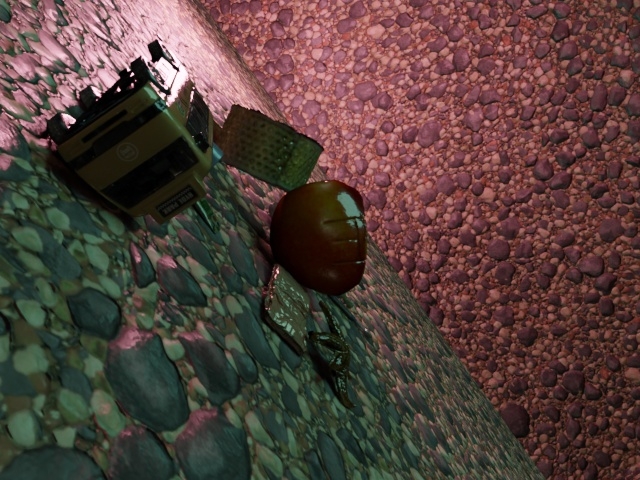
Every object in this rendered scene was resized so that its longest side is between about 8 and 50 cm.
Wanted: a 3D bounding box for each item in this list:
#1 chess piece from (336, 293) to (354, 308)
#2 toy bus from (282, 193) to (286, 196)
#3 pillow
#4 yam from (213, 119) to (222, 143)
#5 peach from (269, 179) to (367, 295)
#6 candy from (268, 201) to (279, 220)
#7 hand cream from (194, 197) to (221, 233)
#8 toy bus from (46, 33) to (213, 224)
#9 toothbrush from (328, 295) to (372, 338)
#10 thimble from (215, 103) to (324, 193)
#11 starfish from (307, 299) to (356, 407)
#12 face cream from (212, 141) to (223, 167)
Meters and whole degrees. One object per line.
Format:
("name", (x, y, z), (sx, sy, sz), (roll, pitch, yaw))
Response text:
("chess piece", (0.073, 0.174, 1.581), (0.093, 0.042, 0.042), (54, 7, -42))
("toy bus", (-0.057, -0.104, 1.808), (0.162, 0.074, 0.069), (45, 12, -34))
("pillow", (-0.067, 0.133, 1.093), (0.126, 0.043, 0.232), (49, 15, -17))
("yam", (-0.323, -0.323, 1.435), (0.241, 0.057, 0.056), (38, 18, -50))
("peach", (0.000, 0.000, 1.274), (0.248, 0.245, 0.274), (36, 44, -74))
("candy", (-0.084, -0.049, 1.516), (0.138, 0.071, 0.174), (55, 12, 3))
("hand cream", (-0.248, -0.088, 1.060), (0.165, 0.037, 0.057), (58, 10, -9))
("toy bus", (-0.274, -0.185, 0.854), (0.202, 0.177, 0.365), (55, 8, -28))
("toothbrush", (0.089, 0.219, 1.550), (0.219, 0.016, 0.019), (48, 10, -28))
("thimble", (-0.138, -0.229, 1.375), (0.271, 0.150, 0.271), (25, 3, -1))
("starfish", (0.038, 0.235, 1.095), (0.238, 0.057, 0.213), (49, 27, -58))
("face cream", (-0.321, -0.255, 1.137), (0.250, 0.077, 0.077), (47, 12, -26))
